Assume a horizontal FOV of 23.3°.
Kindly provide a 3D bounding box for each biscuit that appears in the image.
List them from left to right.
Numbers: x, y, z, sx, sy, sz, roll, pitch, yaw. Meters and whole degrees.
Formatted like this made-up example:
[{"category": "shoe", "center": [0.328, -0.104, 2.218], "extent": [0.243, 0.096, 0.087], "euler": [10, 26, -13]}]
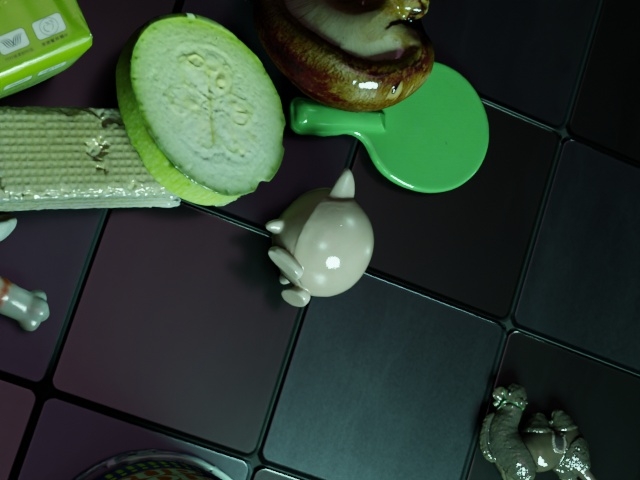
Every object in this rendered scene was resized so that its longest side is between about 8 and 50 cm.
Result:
[{"category": "biscuit", "center": [-0.252, -0.090, 1.653], "extent": [0.239, 0.062, 0.108], "euler": [-3, 77, -34]}]

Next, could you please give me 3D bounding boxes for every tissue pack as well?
[{"category": "tissue pack", "center": [-0.401, -0.203, 1.569], "extent": [0.274, 0.200, 0.167], "euler": [-25, 94, -20]}]

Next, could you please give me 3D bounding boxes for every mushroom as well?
[{"category": "mushroom", "center": [0.024, -0.235, 1.748], "extent": [0.194, 0.138, 0.231], "euler": [-9, 56, -3]}]

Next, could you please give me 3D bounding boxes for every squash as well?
[{"category": "squash", "center": [-0.130, -0.146, 1.701], "extent": [0.219, 0.041, 0.219], "euler": [22, 56, -37]}]

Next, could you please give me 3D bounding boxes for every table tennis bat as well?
[{"category": "table tennis bat", "center": [0.082, -0.137, 1.820], "extent": [0.257, 0.039, 0.160], "euler": [3, 80, -24]}]

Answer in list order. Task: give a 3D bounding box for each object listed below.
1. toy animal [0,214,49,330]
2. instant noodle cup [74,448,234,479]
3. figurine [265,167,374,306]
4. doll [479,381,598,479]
[{"category": "toy animal", "center": [-0.401, 0.007, 1.579], "extent": [0.282, 0.138, 0.140], "euler": [9, 76, -19]}, {"category": "instant noodle cup", "center": [-0.132, 0.354, 1.543], "extent": [0.284, 0.312, 0.284], "euler": [2, 84, -19]}, {"category": "figurine", "center": [0.000, 0.000, 1.734], "extent": [0.125, 0.125, 0.138], "euler": [41, 63, -11]}, {"category": "doll", "center": [0.255, 0.246, 1.829], "extent": [0.139, 0.057, 0.165], "euler": [-10, 83, -17]}]
